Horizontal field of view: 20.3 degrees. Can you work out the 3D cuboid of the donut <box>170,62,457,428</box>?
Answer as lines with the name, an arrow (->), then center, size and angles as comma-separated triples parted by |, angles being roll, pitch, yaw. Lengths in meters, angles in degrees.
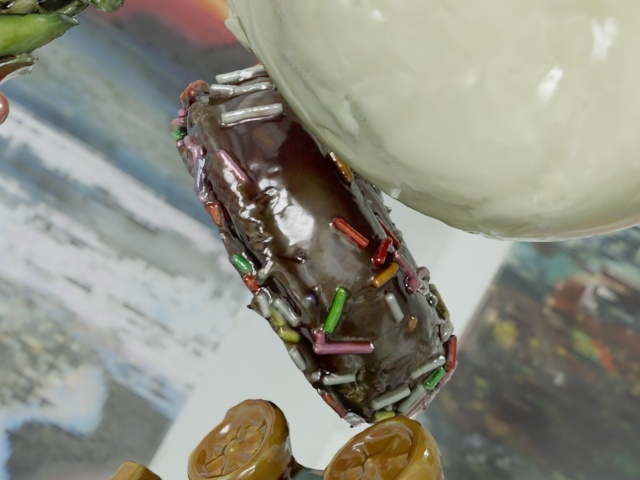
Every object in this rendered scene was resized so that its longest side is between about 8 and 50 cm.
donut -> 0.000, 0.000, 1.180 | 0.270, 0.103, 0.270 | 58, 4, -6

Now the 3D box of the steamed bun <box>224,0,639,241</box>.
steamed bun -> 0.130, -0.163, 1.038 | 0.312, 0.334, 0.233 | 49, 3, -6

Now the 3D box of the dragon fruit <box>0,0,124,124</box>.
dragon fruit -> -0.188, -0.054, 0.739 | 0.236, 0.137, 0.135 | -11, -8, 2

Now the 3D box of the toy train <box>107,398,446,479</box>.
toy train -> -0.007, 0.232, 1.071 | 0.369, 0.231, 0.163 | 0, -48, 51
